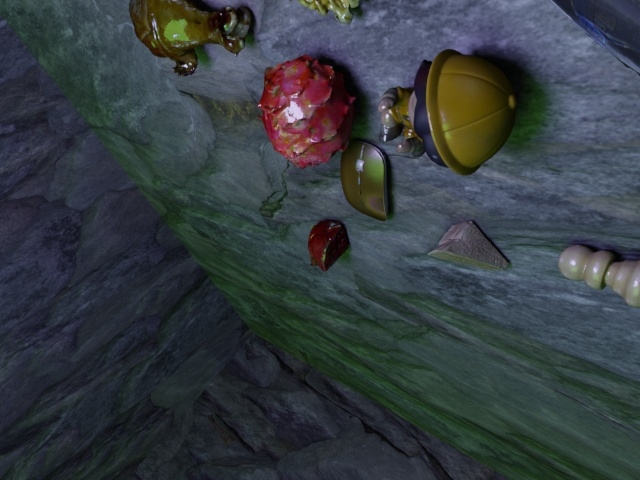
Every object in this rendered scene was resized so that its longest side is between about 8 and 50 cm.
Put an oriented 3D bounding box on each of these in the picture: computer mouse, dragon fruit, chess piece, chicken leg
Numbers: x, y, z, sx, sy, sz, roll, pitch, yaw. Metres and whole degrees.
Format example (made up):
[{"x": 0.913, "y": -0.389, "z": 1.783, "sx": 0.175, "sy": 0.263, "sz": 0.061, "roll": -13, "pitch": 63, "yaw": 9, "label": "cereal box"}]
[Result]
[{"x": 0.112, "y": -0.136, "z": 1.090, "sx": 0.126, "sy": 0.056, "sz": 0.245, "roll": 27, "pitch": 150, "yaw": 27, "label": "computer mouse"}, {"x": -0.001, "y": 0.001, "z": 1.393, "sx": 0.161, "sy": 0.120, "sz": 0.127, "roll": 23, "pitch": 144, "yaw": 42, "label": "dragon fruit"}, {"x": -0.025, "y": -0.251, "z": 0.940, "sx": 0.268, "sy": 0.210, "sz": 0.205, "roll": 97, "pitch": 160, "yaw": -58, "label": "dragon fruit"}, {"x": 0.520, "y": 0.055, "z": 0.795, "sx": 0.170, "sy": 0.094, "sz": 0.094, "roll": 27, "pitch": 152, "yaw": 43, "label": "chess piece"}, {"x": -0.321, "y": -0.485, "z": 1.040, "sx": 0.361, "sy": 0.140, "sz": 0.211, "roll": 35, "pitch": 146, "yaw": 23, "label": "chicken leg"}]

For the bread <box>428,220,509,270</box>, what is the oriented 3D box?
[{"x": 0.335, "y": 0.041, "z": 0.998, "sx": 0.152, "sy": 0.105, "sz": 0.077, "roll": 46, "pitch": 161, "yaw": -8, "label": "bread"}]

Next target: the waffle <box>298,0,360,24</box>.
[{"x": -0.016, "y": -0.483, "z": 0.715, "sx": 0.223, "sy": 0.054, "sz": 0.204, "roll": 31, "pitch": 153, "yaw": 16, "label": "waffle"}]

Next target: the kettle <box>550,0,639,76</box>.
[{"x": 0.343, "y": -0.223, "z": 0.355, "sx": 0.228, "sy": 0.321, "sz": 0.324, "roll": -43, "pitch": 73, "yaw": 30, "label": "kettle"}]

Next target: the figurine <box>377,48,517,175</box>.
[{"x": 0.199, "y": -0.212, "z": 0.727, "sx": 0.192, "sy": 0.167, "sz": 0.257, "roll": 41, "pitch": 180, "yaw": -29, "label": "figurine"}]
